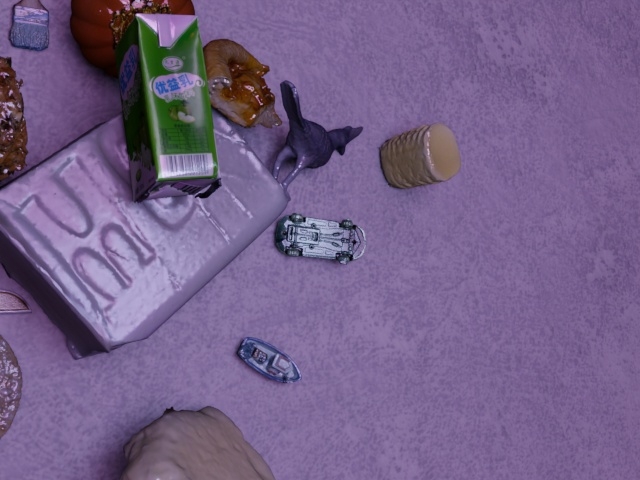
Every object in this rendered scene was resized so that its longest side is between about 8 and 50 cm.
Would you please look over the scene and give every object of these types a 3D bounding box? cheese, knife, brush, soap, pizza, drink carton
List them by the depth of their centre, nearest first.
[{"bbox_3d":[-0.240,-0.197,1.305,0.108,0.161,0.271,-5,84,-27],"label":"drink carton"},{"bbox_3d":[-0.607,0.092,1.385,0.256,0.022,0.046,13,72,-29],"label":"knife"},{"bbox_3d":[-0.194,0.414,1.396,0.115,0.326,0.318,-44,120,14],"label":"cheese"},{"bbox_3d":[-0.323,-0.047,1.444,0.435,0.213,0.350,-41,100,-26],"label":"soap"},{"bbox_3d":[-0.520,-0.438,1.506,0.070,0.021,0.197,4,79,-25],"label":"brush"},{"bbox_3d":[-0.141,-0.282,1.514,0.073,0.365,0.182,-38,90,14],"label":"pizza"},{"bbox_3d":[0.208,-0.173,1.747,0.093,0.167,0.123,-11,91,-31],"label":"cheese"}]

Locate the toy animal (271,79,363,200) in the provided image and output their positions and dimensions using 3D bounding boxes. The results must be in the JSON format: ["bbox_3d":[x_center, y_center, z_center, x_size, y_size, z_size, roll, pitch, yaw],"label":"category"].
[{"bbox_3d":[-0.039,-0.175,1.624,0.081,0.367,0.206,36,99,21],"label":"toy animal"}]

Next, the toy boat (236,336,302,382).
[{"bbox_3d":[-0.092,0.231,1.599,0.140,0.066,0.059,34,66,-20],"label":"toy boat"}]

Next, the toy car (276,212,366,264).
[{"bbox_3d":[0.000,0.000,1.681,0.186,0.058,0.094,7,80,-13],"label":"toy car"}]

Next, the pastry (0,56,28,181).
[{"bbox_3d":[-0.561,-0.212,1.339,0.192,0.274,0.275,-19,92,-50],"label":"pastry"}]

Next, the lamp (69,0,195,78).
[{"bbox_3d":[-0.333,-0.394,1.492,0.223,0.196,0.223,-13,126,-19],"label":"lamp"}]

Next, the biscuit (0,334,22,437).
[{"bbox_3d":[-0.572,0.210,1.381,0.133,0.032,0.250,-35,98,-27],"label":"biscuit"}]
